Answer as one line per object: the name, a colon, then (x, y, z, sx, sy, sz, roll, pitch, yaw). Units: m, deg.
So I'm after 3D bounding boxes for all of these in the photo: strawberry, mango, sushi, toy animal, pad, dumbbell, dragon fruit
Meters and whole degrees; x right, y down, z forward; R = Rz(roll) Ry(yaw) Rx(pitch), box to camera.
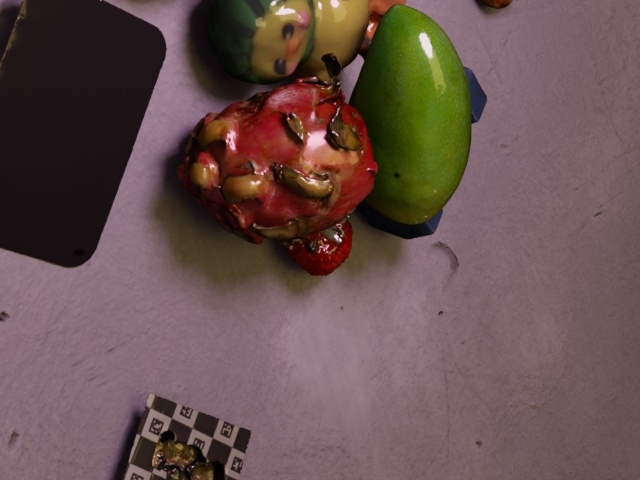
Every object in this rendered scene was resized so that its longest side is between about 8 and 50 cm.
strawberry: (-0.005, -0.004, 2.022, 0.131, 0.148, 0.131, 3, 75, -11)
mango: (0.139, -0.202, 1.918, 0.201, 0.225, 0.382, -10, 129, -9)
sushi: (-0.224, 0.358, 1.856, 0.215, 0.050, 0.192, 28, 70, -38)
toy animal: (-0.036, -0.357, 1.906, 0.338, 0.191, 0.216, -16, 135, -35)
pad: (-0.400, -0.173, 1.665, 0.315, 0.063, 0.376, 22, 87, -45)
dumbbell: (0.182, -0.166, 2.163, 0.160, 0.144, 0.325, 46, 62, -47)
dragon fruit: (-0.071, -0.119, 1.832, 0.291, 0.269, 0.250, -6, 75, -26)

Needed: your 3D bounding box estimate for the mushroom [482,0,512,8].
mushroom: (0.353, -0.523, 2.358, 0.127, 0.087, 0.127, -5, 96, -49)
